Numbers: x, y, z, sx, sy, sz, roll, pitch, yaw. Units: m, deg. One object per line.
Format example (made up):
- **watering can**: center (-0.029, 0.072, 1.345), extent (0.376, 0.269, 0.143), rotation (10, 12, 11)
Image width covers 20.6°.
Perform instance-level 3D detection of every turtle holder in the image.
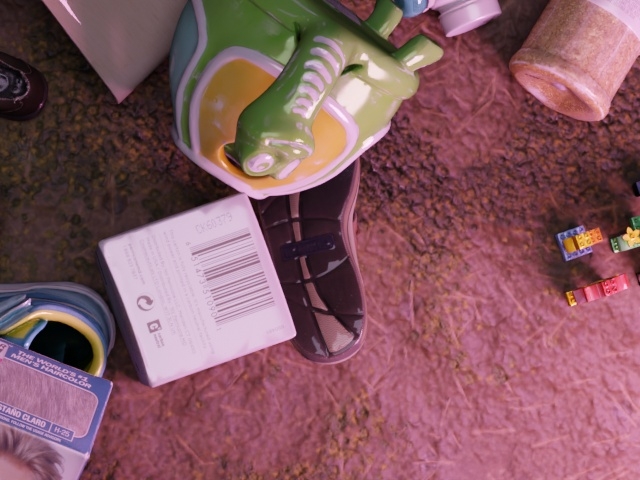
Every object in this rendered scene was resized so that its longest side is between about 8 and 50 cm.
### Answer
- **turtle holder**: center (-0.024, -0.150, 1.701), extent (0.243, 0.320, 0.227), rotation (26, 105, -41)

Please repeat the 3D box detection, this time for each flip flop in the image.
- **flip flop**: center (0.000, 0.000, 1.817), extent (0.112, 0.080, 0.277), rotation (-11, 69, 7)

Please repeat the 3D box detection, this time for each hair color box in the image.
- **hair color box**: center (-0.333, 0.246, 1.627), extent (0.174, 0.105, 0.347), rotation (22, 126, -7)

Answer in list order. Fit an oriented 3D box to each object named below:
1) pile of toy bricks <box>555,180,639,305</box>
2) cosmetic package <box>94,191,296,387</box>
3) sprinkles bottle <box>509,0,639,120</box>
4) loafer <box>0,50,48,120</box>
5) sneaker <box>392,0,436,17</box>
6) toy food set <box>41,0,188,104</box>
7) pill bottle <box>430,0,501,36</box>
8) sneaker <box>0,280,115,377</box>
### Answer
- **pile of toy bricks**: center (0.355, -0.007, 1.869), extent (0.212, 0.105, 0.118), rotation (-19, 88, -11)
- **cosmetic package**: center (-0.128, 0.051, 1.742), extent (0.151, 0.184, 0.151), rotation (-20, 89, -10)
- **sprinkles bottle**: center (0.338, -0.303, 1.885), extent (0.121, 0.121, 0.355), rotation (32, 81, -5)
- **loafer**: center (-0.382, -0.184, 1.775), extent (0.220, 0.078, 0.080), rotation (14, 83, -8)
- **sneaker**: center (0.010, -0.330, 1.823), extent (0.275, 0.107, 0.110), rotation (46, 66, -13)
- **toy food set**: center (-0.205, -0.308, 1.743), extent (0.220, 0.092, 0.306), rotation (-45, 133, -10)
- **pill bottle**: center (0.139, -0.293, 1.873), extent (0.078, 0.078, 0.137), rotation (-21, 88, -11)
- **sneaker**: center (-0.352, 0.103, 1.684), extent (0.319, 0.208, 0.127), rotation (-7, 98, -10)
